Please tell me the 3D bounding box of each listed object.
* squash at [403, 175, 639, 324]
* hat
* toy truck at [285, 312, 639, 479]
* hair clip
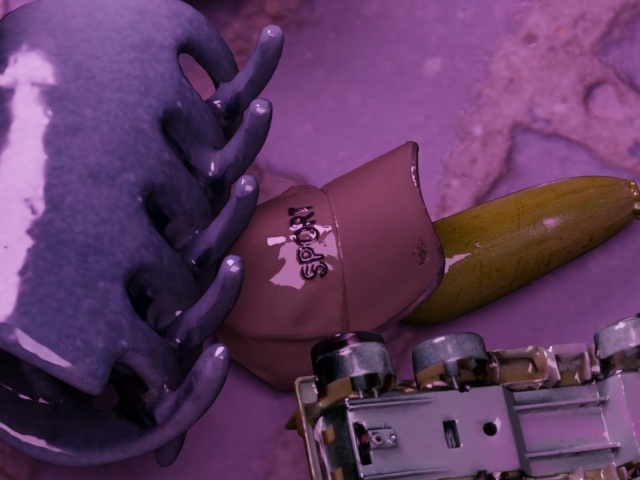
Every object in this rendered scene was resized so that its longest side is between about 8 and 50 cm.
[{"bbox_3d":[0.128,0.003,1.328,0.201,0.066,0.066,-20,71,-15],"label":"squash"},{"bbox_3d":[0.000,0.000,1.277,0.085,0.175,0.147,7,57,-38],"label":"hat"},{"bbox_3d":[0.109,0.127,1.245,0.259,0.135,0.128,-7,69,-14],"label":"toy truck"},{"bbox_3d":[-0.167,-0.022,1.203,0.238,0.392,0.318,15,51,-8],"label":"hair clip"}]
